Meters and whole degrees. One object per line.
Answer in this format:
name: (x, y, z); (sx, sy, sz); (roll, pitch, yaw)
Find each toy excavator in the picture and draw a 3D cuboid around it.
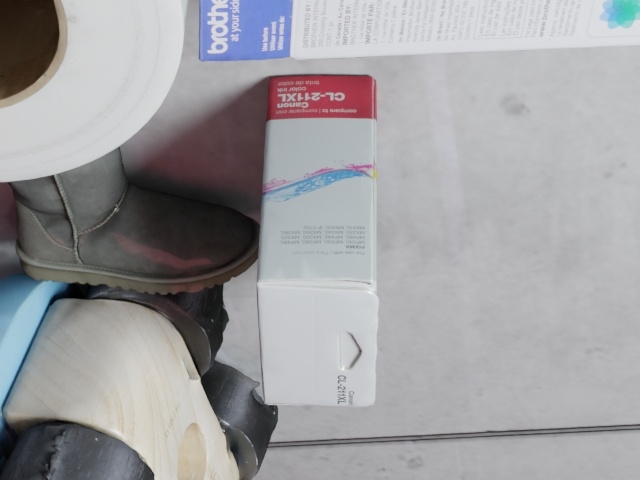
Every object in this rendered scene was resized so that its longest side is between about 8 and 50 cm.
toy excavator: (-0.270, 0.200, 1.217); (0.445, 0.222, 0.433); (3, 139, 19)

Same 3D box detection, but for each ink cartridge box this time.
ink cartridge box: (0.000, 0.000, 0.966); (0.072, 0.175, 0.127); (1, 139, 1)
ink cartridge box: (0.088, -0.184, 0.806); (0.311, 0.065, 0.185); (-5, 139, -9)

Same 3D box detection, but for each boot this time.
boot: (-0.140, -0.058, 0.997); (0.190, 0.076, 0.208); (-3, 132, 2)

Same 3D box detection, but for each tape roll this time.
tape roll: (-0.184, -0.170, 0.786); (0.246, 0.169, 0.246); (2, 139, 2)
